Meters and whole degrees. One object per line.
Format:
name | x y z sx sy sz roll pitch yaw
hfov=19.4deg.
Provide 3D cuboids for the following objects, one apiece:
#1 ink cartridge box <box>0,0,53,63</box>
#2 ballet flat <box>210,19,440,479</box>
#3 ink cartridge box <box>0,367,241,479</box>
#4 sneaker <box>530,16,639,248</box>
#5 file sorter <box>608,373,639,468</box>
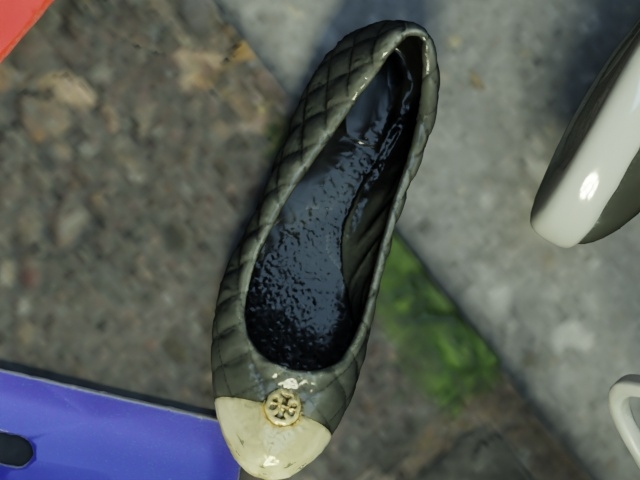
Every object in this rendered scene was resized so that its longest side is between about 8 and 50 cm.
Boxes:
ink cartridge box | -0.145 -0.204 0.622 0.239 0.060 0.275 40 89 -1
ballet flat | 0.000 0.000 0.665 0.057 0.049 0.173 17 78 -9
ink cartridge box | -0.137 0.139 0.618 0.206 0.045 0.208 13 78 -11
sneaker | 0.209 -0.079 0.695 0.147 0.104 0.296 41 71 1
file sorter | 0.121 0.155 0.578 0.277 0.193 0.173 -36 106 -15
